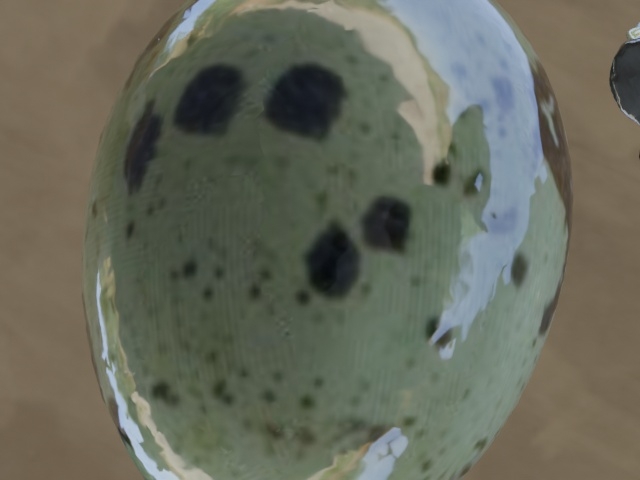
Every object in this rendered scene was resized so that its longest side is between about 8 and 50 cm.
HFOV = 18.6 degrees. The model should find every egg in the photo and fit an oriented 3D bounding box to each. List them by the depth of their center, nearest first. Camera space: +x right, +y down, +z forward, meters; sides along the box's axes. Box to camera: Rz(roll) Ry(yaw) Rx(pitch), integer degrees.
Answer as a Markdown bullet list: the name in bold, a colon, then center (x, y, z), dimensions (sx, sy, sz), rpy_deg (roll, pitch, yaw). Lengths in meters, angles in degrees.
- **egg**: center (0.000, 0.000, 1.153), dimensions (0.288, 0.287, 0.379), rpy_deg (6, -117, 31)

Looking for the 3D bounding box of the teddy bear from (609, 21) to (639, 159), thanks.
- **teddy bear**: center (0.236, -0.068, 0.950), dimensions (0.171, 0.251, 0.144), rpy_deg (48, -63, 0)
